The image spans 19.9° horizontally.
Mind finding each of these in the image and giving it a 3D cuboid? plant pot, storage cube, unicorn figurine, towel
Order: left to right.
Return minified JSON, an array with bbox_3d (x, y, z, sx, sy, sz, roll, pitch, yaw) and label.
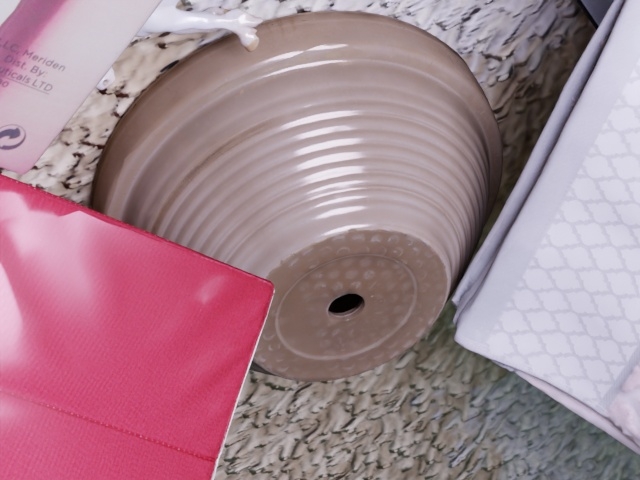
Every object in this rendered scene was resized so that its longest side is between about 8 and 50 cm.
[{"bbox_3d":[-0.168,0.071,0.873,0.193,0.215,0.183,22,77,-28],"label":"storage cube"},{"bbox_3d":[-0.075,-0.126,0.895,0.111,0.060,0.162,10,112,-30],"label":"unicorn figurine"},{"bbox_3d":[0.000,0.000,1.005,0.237,0.109,0.237,-12,137,-12],"label":"plant pot"},{"bbox_3d":[0.249,0.011,0.879,0.053,0.317,0.332,-45,163,-49],"label":"towel"}]

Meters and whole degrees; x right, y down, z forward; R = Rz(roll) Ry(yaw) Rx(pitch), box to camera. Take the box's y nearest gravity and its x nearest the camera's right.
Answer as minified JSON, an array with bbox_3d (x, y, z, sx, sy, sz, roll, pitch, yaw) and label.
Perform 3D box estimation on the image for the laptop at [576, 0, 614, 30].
[{"bbox_3d":[0.361,-0.126,0.935,0.382,0.236,0.408,-34,136,11],"label":"laptop"}]

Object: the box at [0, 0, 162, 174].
[{"bbox_3d":[-0.124,-0.168,0.758,0.127,0.148,0.232,22,122,-37],"label":"box"}]

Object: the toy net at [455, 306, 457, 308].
[{"bbox_3d":[0.189,0.054,1.020,0.232,0.045,0.122,10,136,30],"label":"toy net"}]
